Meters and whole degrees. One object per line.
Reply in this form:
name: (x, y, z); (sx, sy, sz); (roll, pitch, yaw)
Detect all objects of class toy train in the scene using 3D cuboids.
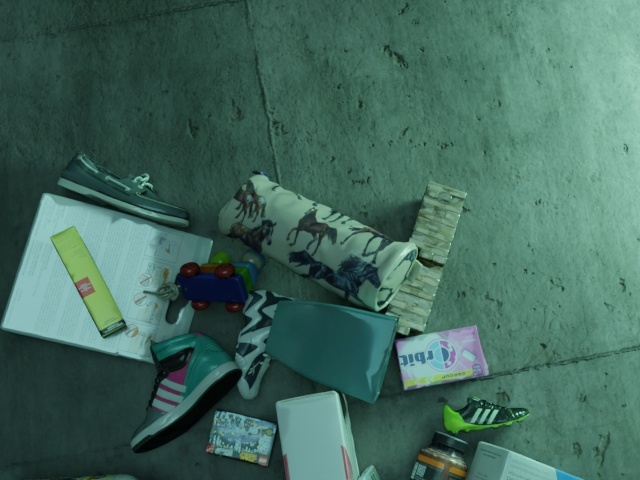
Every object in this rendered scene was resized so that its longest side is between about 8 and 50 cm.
toy train: (-0.249, 0.073, 1.575); (0.248, 0.143, 0.105); (1, 119, 26)

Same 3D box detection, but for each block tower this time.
block tower: (0.223, 0.047, 1.582); (0.091, 0.097, 0.335); (19, 80, 5)

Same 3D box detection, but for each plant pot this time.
plant pot: (0.021, 0.202, 1.438); (0.234, 0.165, 0.165); (14, 87, 10)

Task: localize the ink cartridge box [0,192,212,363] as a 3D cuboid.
ink cartridge box: (-0.465, 0.094, 1.609); (0.385, 0.091, 0.308); (16, 77, -12)

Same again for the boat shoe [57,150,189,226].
boat shoe: (-0.431, -0.115, 1.623); (0.320, 0.116, 0.099); (19, 82, 11)

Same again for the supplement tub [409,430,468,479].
supplement tub: (0.234, 0.492, 1.470); (0.106, 0.106, 0.197); (21, 79, 6)

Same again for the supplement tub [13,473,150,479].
supplement tub: (-0.463, 0.577, 1.399); (0.325, 0.235, 0.235); (-3, 77, 0)

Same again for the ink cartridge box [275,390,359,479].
ink cartridge box: (0.002, 0.404, 1.406); (0.117, 0.283, 0.207); (-10, 77, 3)

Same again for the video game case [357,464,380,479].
video game case: (0.124, 0.533, 1.443); (0.019, 0.143, 0.157); (-28, 78, 6)

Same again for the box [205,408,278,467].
box: (-0.166, 0.418, 1.536); (0.137, 0.027, 0.094); (12, 78, 4)

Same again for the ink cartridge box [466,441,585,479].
ink cartridge box: (0.382, 0.581, 1.408); (0.223, 0.129, 0.307); (24, 78, -12)

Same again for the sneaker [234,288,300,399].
sneaker: (-0.093, 0.222, 1.545); (0.153, 0.094, 0.235); (2, 67, 10)

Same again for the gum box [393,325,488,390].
gum box: (0.257, 0.250, 1.547); (0.188, 0.062, 0.107); (-10, 77, -1)

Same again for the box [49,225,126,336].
box: (-0.482, 0.089, 1.515); (0.058, 0.087, 0.232); (-27, 89, -17)

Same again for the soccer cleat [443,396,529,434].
soccer cleat: (0.346, 0.361, 1.523); (0.179, 0.060, 0.072); (-9, 75, 2)

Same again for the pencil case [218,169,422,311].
pencil case: (0.000, 0.000, 1.509); (0.410, 0.183, 0.159); (26, 122, 19)

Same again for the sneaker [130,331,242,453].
sneaker: (-0.316, 0.294, 1.515); (0.295, 0.124, 0.178); (-42, 65, 12)
